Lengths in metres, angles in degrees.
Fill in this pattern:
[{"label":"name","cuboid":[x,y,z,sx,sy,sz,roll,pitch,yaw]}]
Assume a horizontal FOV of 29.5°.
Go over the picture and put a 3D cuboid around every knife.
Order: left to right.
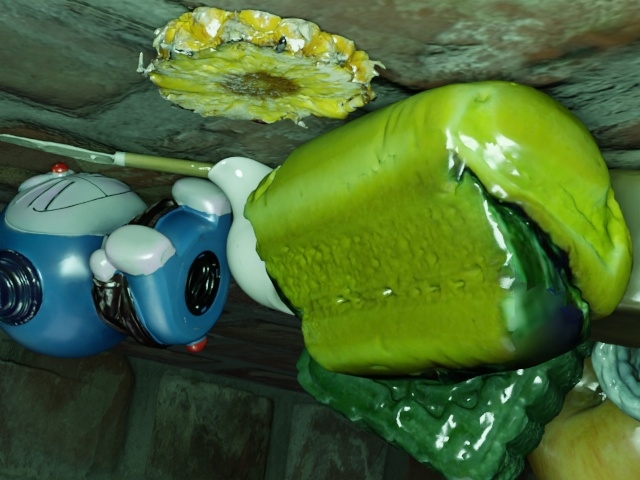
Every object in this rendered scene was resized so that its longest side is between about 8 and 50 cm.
[{"label":"knife","cuboid":[-0.247,-0.096,1.410,0.297,0.017,0.047,8,173,0]}]

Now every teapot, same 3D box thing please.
[{"label":"teapot","cuboid":[0.000,0.000,1.407,0.204,0.139,0.298,-38,139,27]}]

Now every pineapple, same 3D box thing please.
[{"label":"pineapple","cuboid":[-0.050,-0.146,1.021,0.221,0.047,0.221,5,168,1]}]

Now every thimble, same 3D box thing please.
[{"label":"thimble","cuboid":[0.459,0.125,1.470,0.250,0.205,0.172,-29,151,21]}]

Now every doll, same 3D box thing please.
[{"label":"doll","cuboid":[-0.271,0.031,1.485,0.310,0.240,0.284,9,-163,26]}]

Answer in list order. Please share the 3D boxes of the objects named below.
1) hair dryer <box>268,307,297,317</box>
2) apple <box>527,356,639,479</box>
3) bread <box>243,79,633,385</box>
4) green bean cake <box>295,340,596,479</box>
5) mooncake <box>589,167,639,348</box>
[{"label":"hair dryer","cuboid":[0.035,0.140,2.181,0.271,0.091,0.235,20,179,7]},{"label":"apple","cuboid":[0.478,0.272,1.732,0.346,0.391,0.391,25,161,-29]},{"label":"bread","cuboid":[0.109,-0.006,1.097,0.208,0.251,0.376,-23,-177,-29]},{"label":"green bean cake","cuboid":[0.162,0.130,1.534,0.308,0.300,0.169,29,172,26]},{"label":"mooncake","cuboid":[0.331,0.020,1.220,0.284,0.156,0.284,7,169,1]}]
